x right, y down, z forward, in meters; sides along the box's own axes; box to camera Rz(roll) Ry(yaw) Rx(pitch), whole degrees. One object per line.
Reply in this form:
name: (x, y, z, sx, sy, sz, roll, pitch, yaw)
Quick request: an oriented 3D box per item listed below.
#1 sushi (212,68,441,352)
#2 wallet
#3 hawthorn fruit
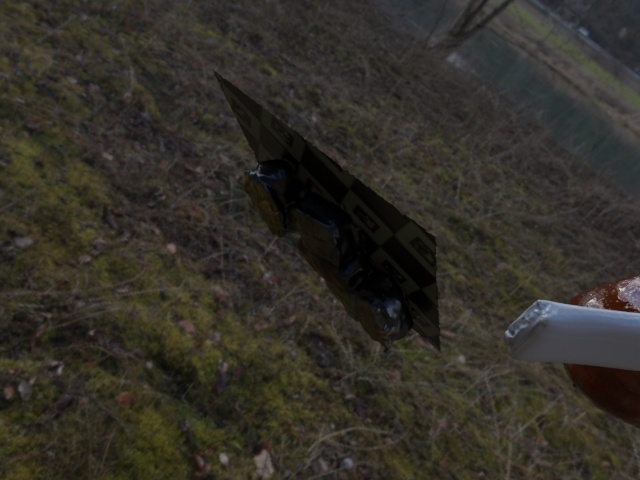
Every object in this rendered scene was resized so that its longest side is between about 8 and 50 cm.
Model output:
sushi: (0.000, 0.000, 0.665, 0.294, 0.059, 0.292, 40, -15, 30)
wallet: (0.291, 0.104, 0.664, 0.189, 0.095, 0.033, 6, 51, -9)
hawthorn fruit: (0.528, 0.197, 0.998, 0.254, 0.254, 0.300, 33, 25, -10)
